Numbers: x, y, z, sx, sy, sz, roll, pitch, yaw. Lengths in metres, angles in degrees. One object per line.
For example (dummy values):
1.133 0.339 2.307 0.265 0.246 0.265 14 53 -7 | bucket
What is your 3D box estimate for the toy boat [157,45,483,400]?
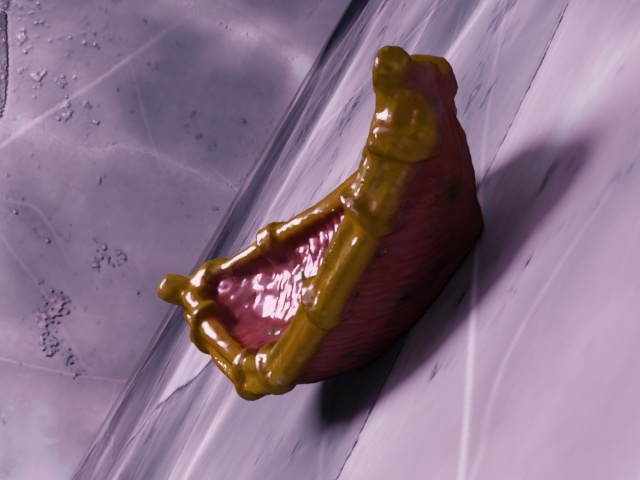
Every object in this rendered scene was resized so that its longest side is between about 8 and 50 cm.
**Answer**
0.005 0.004 0.727 0.318 0.099 0.141 -41 23 62 | toy boat
